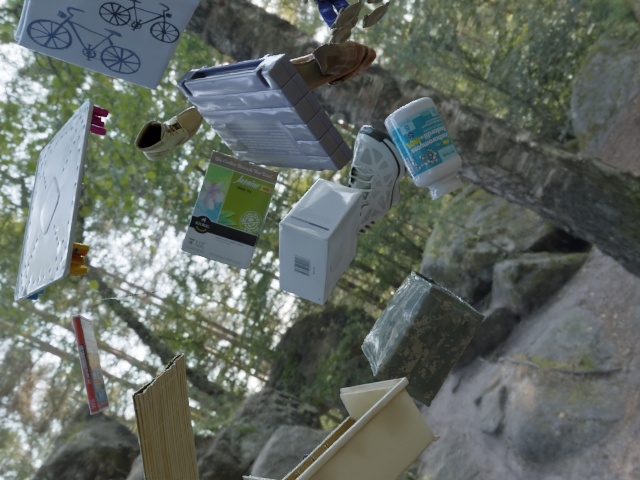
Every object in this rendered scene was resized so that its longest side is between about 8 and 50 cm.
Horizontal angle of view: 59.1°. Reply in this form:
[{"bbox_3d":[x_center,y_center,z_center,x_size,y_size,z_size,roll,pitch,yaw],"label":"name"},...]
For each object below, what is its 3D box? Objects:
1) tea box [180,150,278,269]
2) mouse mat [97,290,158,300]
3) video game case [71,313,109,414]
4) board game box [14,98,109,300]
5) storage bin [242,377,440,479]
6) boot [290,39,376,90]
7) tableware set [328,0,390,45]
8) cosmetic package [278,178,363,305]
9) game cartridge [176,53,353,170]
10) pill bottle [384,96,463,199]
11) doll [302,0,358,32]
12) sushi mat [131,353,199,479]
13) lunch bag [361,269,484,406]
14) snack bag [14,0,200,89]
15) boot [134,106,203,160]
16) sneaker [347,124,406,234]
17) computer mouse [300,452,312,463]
[{"bbox_3d":[-0.289,-0.089,1.849,0.329,0.220,0.324,177,110,-83],"label":"tea box"},{"bbox_3d":[-0.754,0.217,2.215,0.189,0.152,0.007,-4,-95,-46],"label":"mouse mat"},{"bbox_3d":[-0.687,0.370,1.692,0.204,0.025,0.285,133,122,-72],"label":"video game case"},{"bbox_3d":[-0.596,-0.074,1.292,0.390,0.050,0.390,-18,65,48],"label":"board game box"},{"bbox_3d":[0.029,0.381,0.999,0.262,0.123,0.260,-34,0,-32],"label":"storage bin"},{"bbox_3d":[-0.008,-0.433,1.450,0.283,0.109,0.220,-24,2,34],"label":"boot"},{"bbox_3d":[0.082,-0.464,1.159,0.168,0.020,0.141,-36,-6,-13],"label":"tableware set"},{"bbox_3d":[0.000,0.000,1.466,0.225,0.138,0.224,-51,-26,-45],"label":"cosmetic package"},{"bbox_3d":[-0.112,-0.233,1.069,0.355,0.230,0.068,15,65,51],"label":"game cartridge"},{"bbox_3d":[0.296,-0.249,1.564,0.146,0.264,0.146,-27,0,0],"label":"pill bottle"},{"bbox_3d":[0.020,-0.576,1.316,0.129,0.189,0.046,-27,-10,-5],"label":"doll"},{"bbox_3d":[-0.265,0.372,1.000,0.151,0.019,0.317,-48,-41,-66],"label":"sushi mat"},{"bbox_3d":[0.217,0.204,1.301,0.235,0.169,0.287,-59,8,5],"label":"lunch bag"},{"bbox_3d":[-0.462,-0.485,1.218,0.342,0.323,0.037,-38,47,48],"label":"snack bag"},{"bbox_3d":[-0.527,-0.391,1.981,0.262,0.095,0.203,-39,2,-5],"label":"boot"},{"bbox_3d":[0.145,-0.158,1.853,0.257,0.169,0.447,-51,-25,-18],"label":"sneaker"},{"bbox_3d":[0.060,0.704,1.602,0.060,0.184,0.262,146,105,-80],"label":"computer mouse"}]
